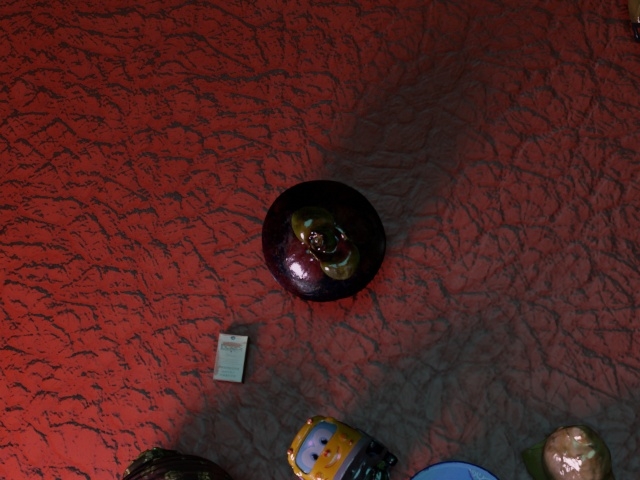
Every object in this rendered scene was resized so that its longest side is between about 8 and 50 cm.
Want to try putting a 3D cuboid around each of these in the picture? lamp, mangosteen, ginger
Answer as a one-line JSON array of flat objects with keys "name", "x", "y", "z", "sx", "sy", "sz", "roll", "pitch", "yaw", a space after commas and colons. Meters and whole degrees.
[{"name": "lamp", "x": -0.241, "y": 0.449, "z": 1.742, "sx": 0.246, "sy": 0.247, "sz": 0.247, "roll": -2, "pitch": 75, "yaw": 7}, {"name": "mangosteen", "x": -0.001, "y": -0.005, "z": 1.835, "sx": 0.216, "sy": 0.216, "sz": 0.216, "roll": -2, "pitch": 75, "yaw": 7}, {"name": "ginger", "x": 0.434, "y": 0.383, "z": 1.730, "sx": 0.115, "sy": 0.122, "sz": 0.193, "roll": -33, "pitch": 78, "yaw": -23}]

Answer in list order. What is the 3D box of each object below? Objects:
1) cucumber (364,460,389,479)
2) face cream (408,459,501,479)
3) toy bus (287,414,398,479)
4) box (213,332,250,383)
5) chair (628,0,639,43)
[{"name": "cucumber", "x": 0.083, "y": 0.470, "z": 1.707, "sx": 0.056, "sy": 0.056, "sz": 0.284, "roll": 4, "pitch": 116, "yaw": 8}, {"name": "face cream", "x": 0.218, "y": 0.459, "z": 1.734, "sx": 0.205, "sy": 0.111, "sz": 0.206, "roll": -2, "pitch": 75, "yaw": 8}, {"name": "toy bus", "x": 0.029, "y": 0.357, "z": 1.740, "sx": 0.136, "sy": 0.209, "sz": 0.126, "roll": 29, "pitch": 80, "yaw": 25}, {"name": "box", "x": -0.156, "y": 0.207, "z": 1.893, "sx": 0.053, "sy": 0.024, "sz": 0.083, "roll": 6, "pitch": 75, "yaw": 8}, {"name": "chair", "x": 0.650, "y": -0.394, "z": 1.890, "sx": 0.158, "sy": 0.172, "sz": 0.247, "roll": -30, "pitch": 30, "yaw": -1}]
